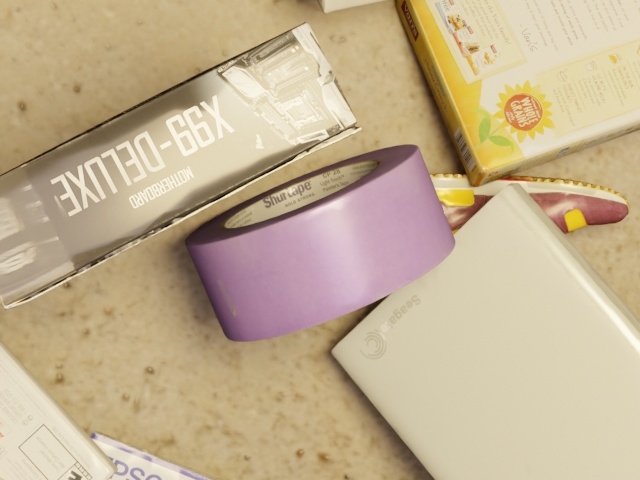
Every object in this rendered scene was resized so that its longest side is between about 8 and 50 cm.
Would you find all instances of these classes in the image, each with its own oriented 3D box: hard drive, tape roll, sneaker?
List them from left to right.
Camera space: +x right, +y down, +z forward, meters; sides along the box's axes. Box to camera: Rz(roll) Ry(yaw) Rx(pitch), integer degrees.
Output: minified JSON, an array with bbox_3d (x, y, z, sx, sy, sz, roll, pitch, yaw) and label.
[{"bbox_3d":[0.000,0.000,1.130,0.189,0.189,0.080,-25,100,-10],"label":"tape roll"},{"bbox_3d":[0.159,-0.011,1.233,0.185,0.069,0.084,3,94,-5],"label":"sneaker"},{"bbox_3d":[0.176,0.137,1.154,0.203,0.040,0.307,-44,77,20],"label":"hard drive"}]

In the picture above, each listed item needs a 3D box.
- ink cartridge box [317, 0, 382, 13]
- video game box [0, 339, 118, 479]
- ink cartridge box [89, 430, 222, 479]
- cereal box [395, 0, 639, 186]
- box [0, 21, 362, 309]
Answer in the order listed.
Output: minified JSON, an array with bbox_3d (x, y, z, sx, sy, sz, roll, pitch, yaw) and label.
[{"bbox_3d":[0.124,-0.314,1.113,0.306,0.131,0.226,-15,139,-13],"label":"ink cartridge box"},{"bbox_3d":[-0.286,0.160,1.120,0.187,0.048,0.205,-42,86,-7],"label":"video game box"},{"bbox_3d":[-0.106,0.342,1.198,0.303,0.072,0.307,24,84,-13],"label":"ink cartridge box"},{"bbox_3d":[0.202,-0.161,1.211,0.240,0.047,0.173,-18,77,-11],"label":"cereal box"},{"bbox_3d":[-0.125,-0.049,1.035,0.242,0.307,0.076,-28,97,-10],"label":"box"}]
